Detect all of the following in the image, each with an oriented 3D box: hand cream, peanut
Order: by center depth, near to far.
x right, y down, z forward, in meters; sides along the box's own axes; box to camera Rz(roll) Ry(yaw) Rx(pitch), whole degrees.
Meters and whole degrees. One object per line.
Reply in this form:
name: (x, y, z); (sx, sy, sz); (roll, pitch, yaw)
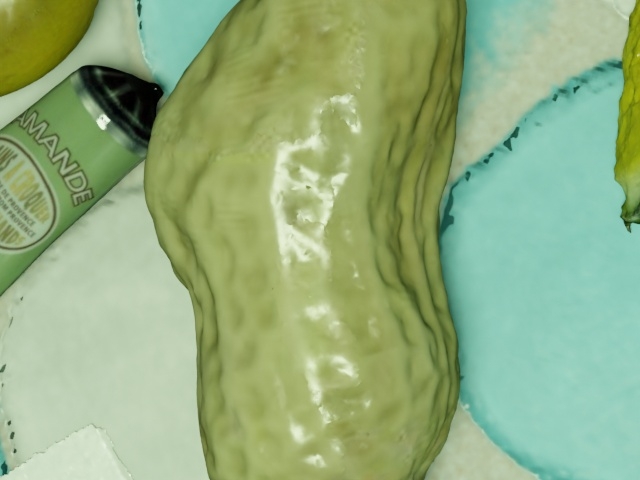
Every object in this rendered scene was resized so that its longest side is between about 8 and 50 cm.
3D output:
peanut: (-0.007, -0.003, 0.916); (0.159, 0.143, 0.291); (1, 89, 43)
hand cream: (-0.174, -0.005, 0.985); (0.235, 0.055, 0.086); (-39, 77, 10)

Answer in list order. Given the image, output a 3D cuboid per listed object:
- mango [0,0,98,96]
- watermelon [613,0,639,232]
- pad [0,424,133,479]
mango: (-0.164, -0.163, 0.976); (0.137, 0.098, 0.195); (26, 81, 13)
watermelon: (0.214, -0.146, 0.929); (0.129, 0.123, 0.301); (8, 85, 42)
pad: (-0.170, 0.214, 0.982); (0.232, 0.004, 0.156); (-32, 80, 4)
